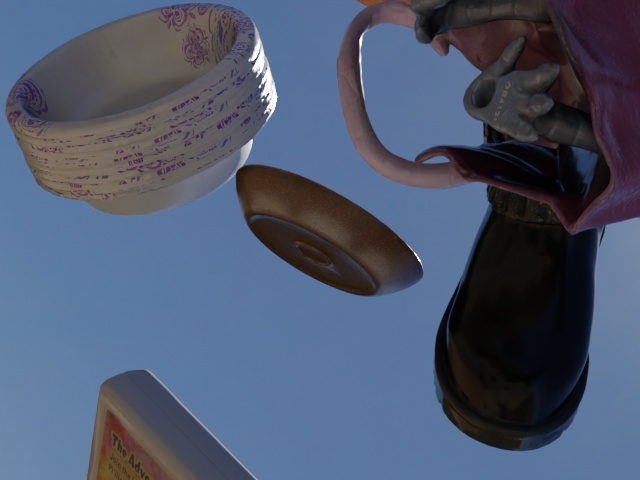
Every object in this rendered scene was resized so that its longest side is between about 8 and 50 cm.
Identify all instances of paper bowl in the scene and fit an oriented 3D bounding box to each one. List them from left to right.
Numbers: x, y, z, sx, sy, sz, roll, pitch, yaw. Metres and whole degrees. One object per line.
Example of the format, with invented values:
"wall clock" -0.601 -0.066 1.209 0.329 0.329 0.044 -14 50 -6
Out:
"paper bowl" -0.186 -0.133 1.576 0.284 0.284 0.148 26 -39 49

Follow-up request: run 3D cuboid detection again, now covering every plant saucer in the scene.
"plant saucer" 0.000 0.000 1.336 0.198 0.036 0.198 28 -17 9

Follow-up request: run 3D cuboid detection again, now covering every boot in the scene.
"boot" 0.182 -0.028 1.197 0.131 0.348 0.260 11 -43 8

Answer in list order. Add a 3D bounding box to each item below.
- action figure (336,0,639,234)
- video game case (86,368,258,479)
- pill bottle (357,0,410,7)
"action figure" 0.231 -0.058 0.870 0.276 0.370 0.248 -29 -122 55
"video game case" -0.016 0.133 0.375 0.157 0.019 0.143 40 -49 35
"pill bottle" 0.049 -0.302 1.303 0.246 0.130 0.130 -99 180 -52
